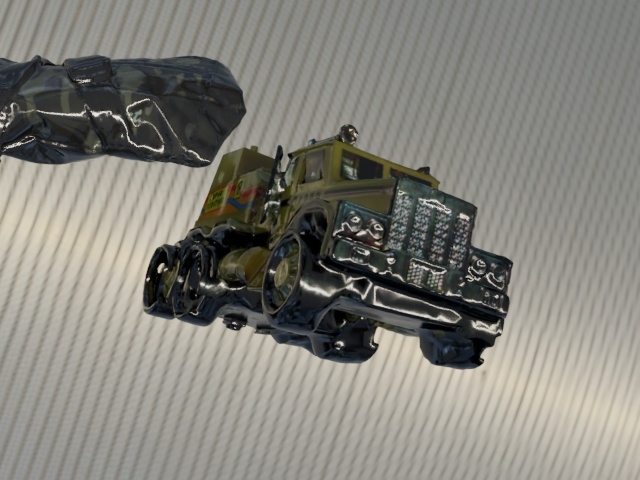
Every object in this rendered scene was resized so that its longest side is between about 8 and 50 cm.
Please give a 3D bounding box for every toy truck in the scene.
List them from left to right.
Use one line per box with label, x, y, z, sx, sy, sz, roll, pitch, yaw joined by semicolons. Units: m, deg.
toy truck;0.000;0.004;0.612;0.127;0.257;0.127;19;82;-24

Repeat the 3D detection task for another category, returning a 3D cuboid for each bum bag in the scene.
bum bag;-0.238;-0.119;0.966;0.341;0.144;0.095;1;131;-2
